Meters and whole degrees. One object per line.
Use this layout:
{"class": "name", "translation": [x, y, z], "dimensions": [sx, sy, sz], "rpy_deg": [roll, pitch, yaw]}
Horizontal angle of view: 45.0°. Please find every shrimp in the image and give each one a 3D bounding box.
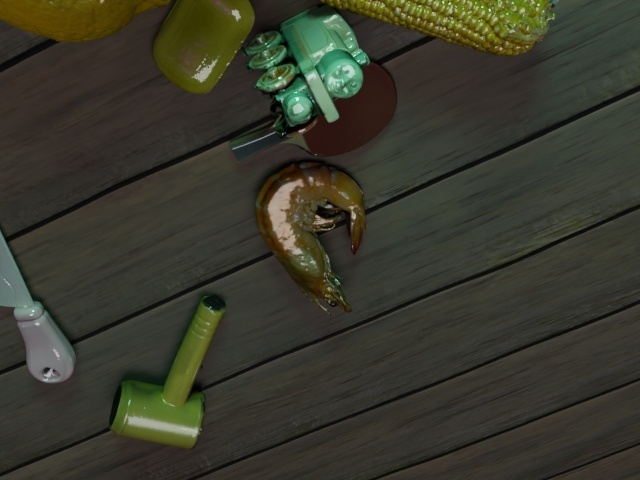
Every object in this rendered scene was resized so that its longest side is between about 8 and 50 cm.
{"class": "shrimp", "translation": [0.000, 0.000, 1.067], "dimensions": [0.150, 0.068, 0.249], "rpy_deg": [-19, 124, -1]}

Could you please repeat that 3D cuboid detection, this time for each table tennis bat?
{"class": "table tennis bat", "translation": [-0.009, -0.153, 0.970], "dimensions": [0.220, 0.019, 0.130], "rpy_deg": [-23, 129, 7]}

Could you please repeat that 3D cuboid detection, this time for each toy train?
{"class": "toy train", "translation": [-0.013, -0.187, 0.833], "dimensions": [0.125, 0.194, 0.081], "rpy_deg": [-28, 124, 5]}

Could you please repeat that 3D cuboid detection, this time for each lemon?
{"class": "lemon", "translation": [-0.256, -0.287, 0.719], "dimensions": [0.256, 0.188, 0.188], "rpy_deg": [27, 119, -22]}

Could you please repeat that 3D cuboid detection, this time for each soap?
{"class": "soap", "translation": [-0.131, -0.231, 0.862], "dimensions": [0.089, 0.045, 0.140], "rpy_deg": [37, 119, -5]}

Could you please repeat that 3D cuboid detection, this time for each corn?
{"class": "corn", "translation": [0.120, -0.272, 0.845], "dimensions": [0.293, 0.106, 0.106], "rpy_deg": [9, 126, -15]}

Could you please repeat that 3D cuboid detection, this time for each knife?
{"class": "knife", "translation": [-0.431, 0.070, 1.078], "dimensions": [0.081, 0.043, 0.336], "rpy_deg": [-9, 123, 7]}

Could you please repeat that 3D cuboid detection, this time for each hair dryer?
{"class": "hair dryer", "translation": [-0.221, 0.197, 1.181], "dimensions": [0.135, 0.090, 0.279], "rpy_deg": [17, 117, -18]}
